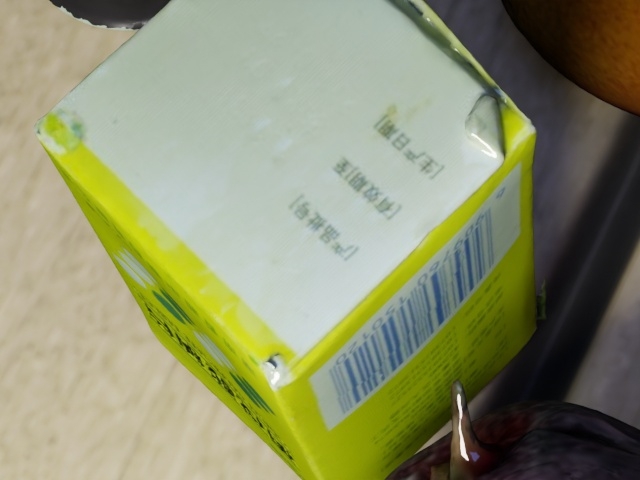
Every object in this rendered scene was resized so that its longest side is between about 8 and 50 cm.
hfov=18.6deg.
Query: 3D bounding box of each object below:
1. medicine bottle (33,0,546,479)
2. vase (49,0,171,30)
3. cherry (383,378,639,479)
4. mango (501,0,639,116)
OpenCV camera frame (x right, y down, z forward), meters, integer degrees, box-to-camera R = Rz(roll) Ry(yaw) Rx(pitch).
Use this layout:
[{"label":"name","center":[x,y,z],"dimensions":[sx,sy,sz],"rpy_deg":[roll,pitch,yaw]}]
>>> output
[{"label":"medicine bottle","center":[0.000,0.000,0.781],"dimensions":[0.137,0.250,0.141],"rpy_deg":[41,79,17]},{"label":"vase","center":[-0.107,-0.206,0.793],"dimensions":[0.165,0.360,0.165],"rpy_deg":[-2,73,6]},{"label":"cherry","center":[0.095,0.156,0.756],"dimensions":[0.195,0.195,0.195],"rpy_deg":[-2,73,5]},{"label":"mango","center":[0.195,-0.137,0.819],"dimensions":[0.152,0.287,0.201],"rpy_deg":[-25,108,-31]}]
